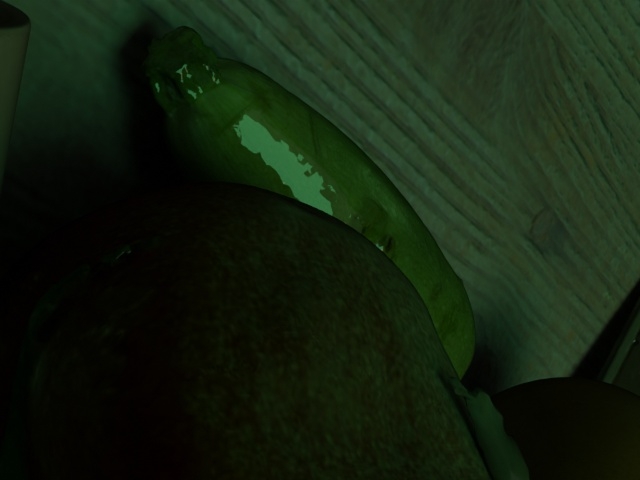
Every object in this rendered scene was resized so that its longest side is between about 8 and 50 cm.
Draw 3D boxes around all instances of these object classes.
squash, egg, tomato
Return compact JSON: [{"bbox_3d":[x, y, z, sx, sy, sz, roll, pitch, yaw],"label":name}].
[{"bbox_3d":[0.005,0.004,0.803,0.118,0.118,0.370,-54,146,-13],"label":"squash"},{"bbox_3d":[0.181,0.266,1.129,0.322,0.250,0.250,-59,149,7],"label":"egg"},{"bbox_3d":[-0.043,0.133,0.642,0.239,0.303,0.303,1,115,-31],"label":"tomato"}]

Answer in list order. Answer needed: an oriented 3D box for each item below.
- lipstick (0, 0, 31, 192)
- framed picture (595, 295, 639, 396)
[{"bbox_3d":[-0.180,0.021,0.583,0.070,0.070,0.254,-11,122,-52],"label":"lipstick"},{"bbox_3d":[0.372,0.206,1.378,0.324,0.240,0.020,-58,-171,-24],"label":"framed picture"}]
